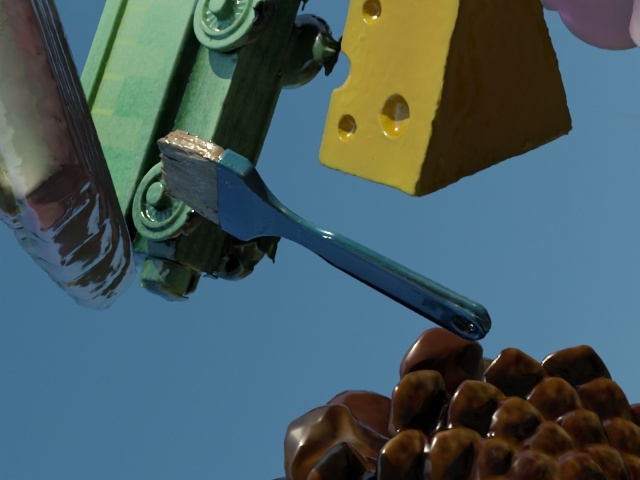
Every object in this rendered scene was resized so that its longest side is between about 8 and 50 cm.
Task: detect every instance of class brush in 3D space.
[{"bbox_3d":[0.000,0.000,0.718,0.014,0.164,0.051,-53,-19,-27],"label":"brush"}]

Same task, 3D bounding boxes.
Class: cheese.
[{"bbox_3d":[0.066,-0.131,0.965,0.126,0.093,0.171,-21,-63,-33],"label":"cheese"}]

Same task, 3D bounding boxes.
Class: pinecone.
[{"bbox_3d":[0.072,0.187,0.856,0.264,0.264,0.264,-23,-60,-50],"label":"pinecone"}]

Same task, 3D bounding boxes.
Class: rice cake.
[{"bbox_3d":[-0.115,-0.082,0.595,0.189,0.037,0.198,87,163,-79],"label":"rice cake"}]

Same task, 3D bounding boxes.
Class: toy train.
[{"bbox_3d":[-0.109,-0.102,1.376,0.120,0.202,0.301,25,-101,-46],"label":"toy train"}]

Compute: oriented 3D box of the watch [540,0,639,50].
[{"bbox_3d":[0.298,-0.217,1.245,0.217,0.248,0.211,-96,4,-62],"label":"watch"}]
